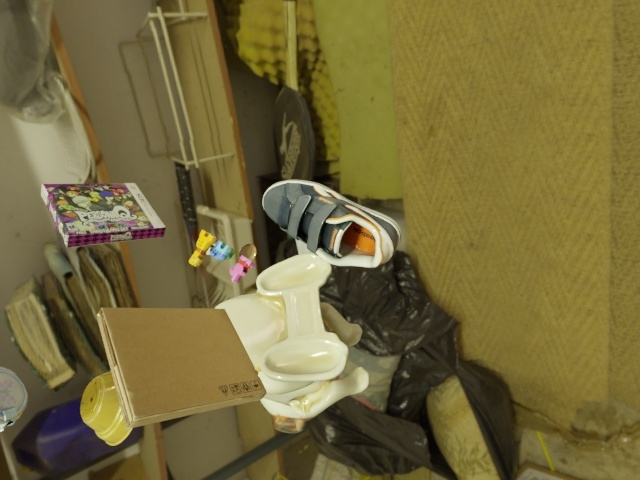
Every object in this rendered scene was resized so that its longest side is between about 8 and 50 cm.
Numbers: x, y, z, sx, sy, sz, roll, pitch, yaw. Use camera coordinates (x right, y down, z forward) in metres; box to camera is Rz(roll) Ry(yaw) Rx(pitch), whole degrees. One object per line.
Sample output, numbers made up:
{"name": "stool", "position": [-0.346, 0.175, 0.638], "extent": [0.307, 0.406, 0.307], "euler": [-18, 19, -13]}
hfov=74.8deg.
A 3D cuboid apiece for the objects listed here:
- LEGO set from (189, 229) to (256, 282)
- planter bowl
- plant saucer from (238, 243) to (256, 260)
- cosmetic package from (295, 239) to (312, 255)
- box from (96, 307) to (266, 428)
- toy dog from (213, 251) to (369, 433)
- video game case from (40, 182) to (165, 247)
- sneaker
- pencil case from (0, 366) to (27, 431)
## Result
{"name": "LEGO set", "position": [-0.289, 0.043, 1.122], "extent": [0.227, 0.093, 0.087], "euler": [27, 171, 42]}
{"name": "planter bowl", "position": [-0.570, 0.425, 1.113], "extent": [0.217, 0.090, 0.217], "euler": [-20, 57, 35]}
{"name": "plant saucer", "position": [-0.296, 0.050, 1.684], "extent": [0.015, 0.083, 0.083], "euler": [24, 125, 43]}
{"name": "cosmetic package", "position": [0.000, 0.000, 1.314], "extent": [0.231, 0.085, 0.117], "euler": [167, 91, -68]}
{"name": "box", "position": [-0.186, 0.160, 0.579], "extent": [0.021, 0.201, 0.164], "euler": [-52, 54, 22]}
{"name": "toy dog", "position": [-0.078, 0.294, 0.969], "extent": [0.408, 0.395, 0.285], "euler": [74, 175, -49]}
{"name": "video game case", "position": [-0.547, -0.073, 1.062], "extent": [0.210, 0.232, 0.042], "euler": [46, 125, 30]}
{"name": "sneaker", "position": [0.007, -0.038, 0.878], "extent": [0.321, 0.127, 0.126], "euler": [18, 118, 15]}
{"name": "pencil case", "position": [-0.739, 0.368, 0.844], "extent": [0.124, 0.273, 0.113], "euler": [61, -175, -3]}
